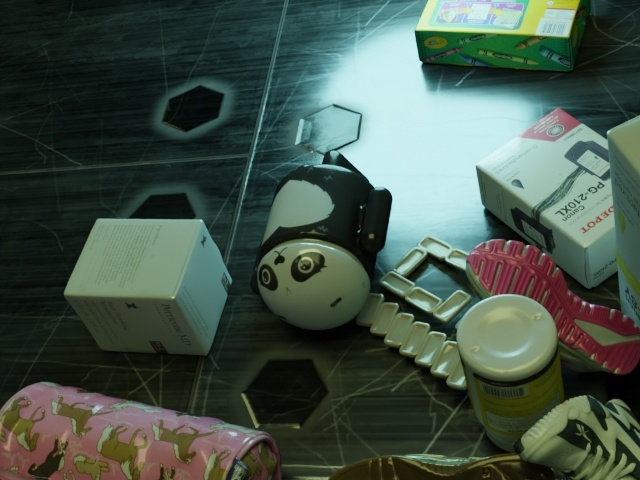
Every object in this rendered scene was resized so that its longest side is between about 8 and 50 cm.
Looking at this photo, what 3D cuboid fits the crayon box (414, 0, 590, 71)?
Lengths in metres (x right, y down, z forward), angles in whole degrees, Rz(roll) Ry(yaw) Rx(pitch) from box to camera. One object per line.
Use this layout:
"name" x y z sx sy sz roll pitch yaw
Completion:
"crayon box" 0.326 -0.393 1.784 0.279 0.081 0.165 8 53 23

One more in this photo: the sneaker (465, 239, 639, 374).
"sneaker" 0.287 0.100 1.305 0.252 0.111 0.103 38 64 0

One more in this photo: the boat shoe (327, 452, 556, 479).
"boat shoe" 0.148 0.317 1.236 0.285 0.089 0.104 -5 75 16

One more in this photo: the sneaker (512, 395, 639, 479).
"sneaker" 0.329 0.266 1.149 0.094 0.235 0.153 -46 58 20

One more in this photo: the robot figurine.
"robot figurine" 0.000 -0.002 1.481 0.174 0.209 0.278 13 51 -3

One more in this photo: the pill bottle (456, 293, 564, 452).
"pill bottle" 0.239 0.172 1.237 0.119 0.208 0.119 -9 49 10

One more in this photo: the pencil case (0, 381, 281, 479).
"pencil case" -0.246 0.294 1.318 0.386 0.167 0.160 9 86 24

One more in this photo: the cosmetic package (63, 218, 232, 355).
"cosmetic package" -0.256 0.070 1.514 0.184 0.151 0.151 1 51 19

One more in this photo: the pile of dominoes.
"pile of dominoes" 0.183 0.108 1.442 0.196 0.040 0.251 -41 43 -19

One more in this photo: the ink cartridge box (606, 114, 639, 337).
"ink cartridge box" 0.474 0.056 1.151 0.160 0.384 0.279 -25 48 -1

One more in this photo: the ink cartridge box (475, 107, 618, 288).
"ink cartridge box" 0.373 -0.067 1.475 0.172 0.100 0.237 -35 49 -13
